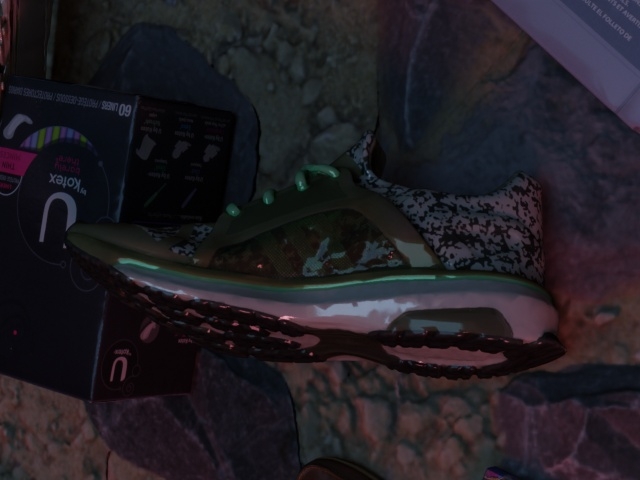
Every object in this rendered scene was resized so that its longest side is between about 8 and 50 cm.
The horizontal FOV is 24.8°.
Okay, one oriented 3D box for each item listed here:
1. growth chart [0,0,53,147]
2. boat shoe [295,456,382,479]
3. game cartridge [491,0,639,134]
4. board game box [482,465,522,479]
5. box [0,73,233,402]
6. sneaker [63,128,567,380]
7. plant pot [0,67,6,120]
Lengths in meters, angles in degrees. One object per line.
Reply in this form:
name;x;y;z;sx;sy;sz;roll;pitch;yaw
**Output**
growth chart;-0.283;-0.197;1.384;0.021;0.172;0.237;5;91;4
boat shoe;0.041;0.245;1.211;0.178;0.060;0.064;42;110;27
game cartridge;0.231;-0.223;1.103;0.294;0.060;0.196;47;114;20
board game box;0.158;0.240;1.161;0.090;0.020;0.090;24;101;30
box;-0.201;-0.002;1.327;0.165;0.143;0.270;11;95;33
sneaker;0.000;0.000;1.180;0.410;0.158;0.182;7;70;8
plant pot;-0.427;-0.147;1.468;0.167;0.188;0.187;45;111;12
